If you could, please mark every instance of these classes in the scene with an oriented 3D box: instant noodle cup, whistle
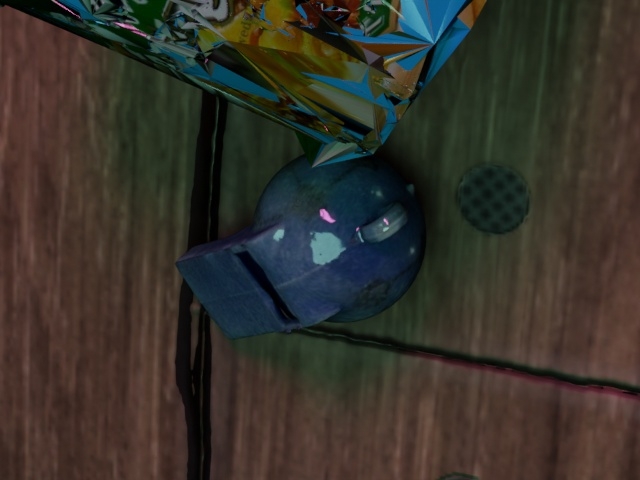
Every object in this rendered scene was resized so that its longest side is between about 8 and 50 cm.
[{"bbox_3d":[-0.008,-0.152,0.783,0.178,0.240,0.240,30,116,-3],"label":"instant noodle cup"},{"bbox_3d":[0.000,0.000,0.916,0.090,0.090,0.158,60,155,-8],"label":"whistle"}]
